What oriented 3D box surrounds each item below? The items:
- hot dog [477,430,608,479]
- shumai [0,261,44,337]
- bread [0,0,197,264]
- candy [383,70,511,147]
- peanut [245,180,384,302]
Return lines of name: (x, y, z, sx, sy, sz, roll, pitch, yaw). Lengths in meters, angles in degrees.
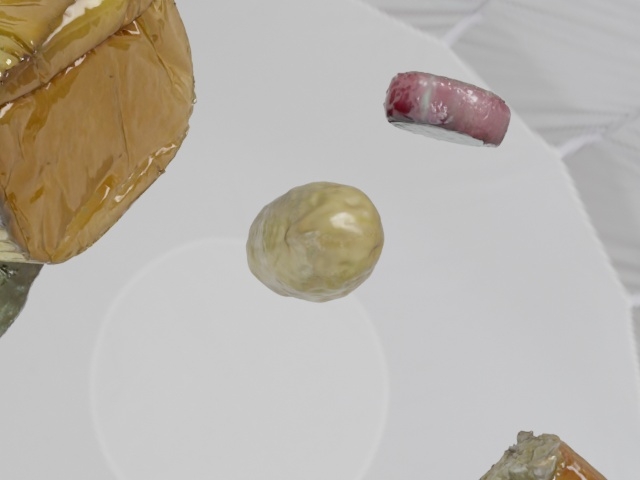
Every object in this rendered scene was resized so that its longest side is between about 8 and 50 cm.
hot dog: (0.277, 0.455, 1.342, 0.367, 0.365, 0.196, -52, 2, 19)
shumai: (-0.589, -0.016, 1.686, 0.323, 0.324, 0.398, 29, -102, -77)
bread: (-0.235, -0.111, 0.961, 0.288, 0.156, 0.204, -59, -31, -38)
candy: (0.101, -0.103, 0.961, 0.103, 0.103, 0.043, 23, -98, -82)
peanut: (0.000, 0.000, 1.325, 0.147, 0.148, 0.319, -38, 1, -12)
